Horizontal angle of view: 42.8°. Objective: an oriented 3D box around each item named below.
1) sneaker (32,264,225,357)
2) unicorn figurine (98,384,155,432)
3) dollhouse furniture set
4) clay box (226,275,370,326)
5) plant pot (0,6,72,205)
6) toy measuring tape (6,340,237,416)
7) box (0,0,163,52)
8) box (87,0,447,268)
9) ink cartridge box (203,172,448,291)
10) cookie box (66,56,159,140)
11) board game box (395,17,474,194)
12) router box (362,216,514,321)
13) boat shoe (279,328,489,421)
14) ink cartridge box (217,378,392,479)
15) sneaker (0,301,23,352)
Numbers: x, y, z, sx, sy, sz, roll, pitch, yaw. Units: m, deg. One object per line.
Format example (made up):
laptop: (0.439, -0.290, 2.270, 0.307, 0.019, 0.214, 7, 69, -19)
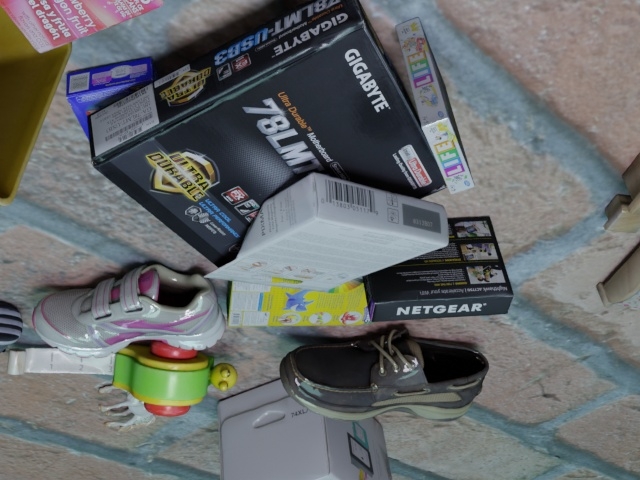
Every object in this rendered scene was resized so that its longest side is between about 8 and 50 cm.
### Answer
sneaker: (-0.250, 0.081, 1.080, 0.253, 0.102, 0.111, -3, 137, -16)
unicorn figurine: (-0.301, 0.266, 1.326, 0.111, 0.060, 0.162, -4, 157, -5)
dollhouse furniture set: (0.497, 0.077, 1.131, 0.304, 0.173, 0.355, 6, 138, -16)
clay box: (-0.015, 0.063, 1.123, 0.222, 0.053, 0.127, 0, 140, -11)
plant pot: (-0.372, -0.158, 0.690, 0.187, 0.212, 0.212, -7, 142, 18)
toy measuring tape: (-0.280, 0.192, 1.180, 0.330, 0.121, 0.121, 6, 139, -17)
box: (-0.224, -0.287, 0.604, 0.123, 0.128, 0.256, -17, 139, 11)
box: (-0.041, -0.094, 0.876, 0.294, 0.073, 0.295, -23, 147, 12)
ink cartridge box: (0.000, 0.000, 0.944, 0.189, 0.066, 0.232, 10, 161, -36)
cookie box: (-0.205, -0.133, 0.862, 0.092, 0.040, 0.107, -11, 141, 1)
board game box: (0.115, -0.136, 0.822, 0.026, 0.154, 0.103, -18, 139, 13)
router box: (0.144, 0.035, 1.051, 0.179, 0.133, 0.046, -3, 140, -5)
boat shoe: (0.106, 0.191, 1.260, 0.356, 0.132, 0.130, 7, 129, -31)
ink cartridge box: (-0.021, 0.379, 1.391, 0.198, 0.197, 0.270, -23, 138, 17)
sneaker: (-0.521, 0.120, 1.088, 0.224, 0.083, 0.098, 16, 140, -27)
